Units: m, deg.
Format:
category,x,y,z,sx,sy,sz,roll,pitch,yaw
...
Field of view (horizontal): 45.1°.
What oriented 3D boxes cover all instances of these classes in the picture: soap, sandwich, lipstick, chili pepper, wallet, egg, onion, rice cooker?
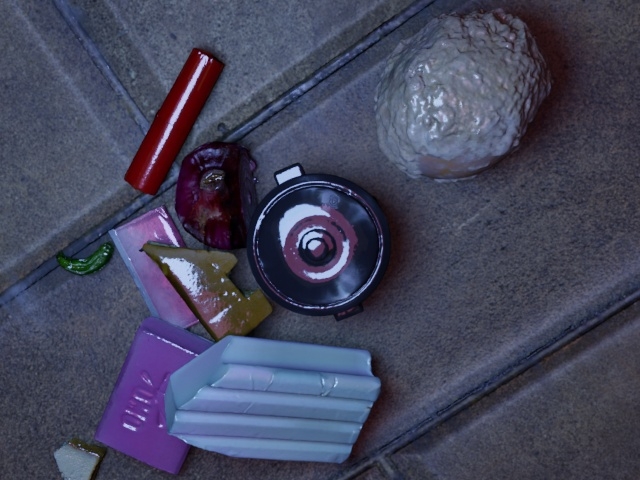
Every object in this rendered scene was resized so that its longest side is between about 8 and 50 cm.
category,x,y,z,sx,sy,sz,roll,pitch,yaw
soap,-0.090,0.282,1.360,0.347,0.115,0.208,9,120,-21
sandwich,-0.209,0.072,1.396,0.128,0.122,0.235,-38,98,-14
lipstick,-0.266,-0.217,1.404,0.073,0.073,0.279,30,98,-1
chili pepper,-0.443,0.039,1.467,0.118,0.035,0.055,-11,84,14
wallet,-0.296,0.059,1.464,0.119,0.025,0.232,-25,96,7
soap,-0.298,0.294,1.455,0.181,0.081,0.259,26,104,-1
egg,0.230,-0.235,1.283,0.279,0.279,0.310,43,85,-3
onion,-0.186,-0.083,1.341,0.140,0.218,0.195,3,86,7
sandwich,-0.482,0.443,1.519,0.093,0.036,0.104,21,99,-1
rice cooker,0.000,0.000,1.339,0.241,0.227,0.280,-21,96,6
